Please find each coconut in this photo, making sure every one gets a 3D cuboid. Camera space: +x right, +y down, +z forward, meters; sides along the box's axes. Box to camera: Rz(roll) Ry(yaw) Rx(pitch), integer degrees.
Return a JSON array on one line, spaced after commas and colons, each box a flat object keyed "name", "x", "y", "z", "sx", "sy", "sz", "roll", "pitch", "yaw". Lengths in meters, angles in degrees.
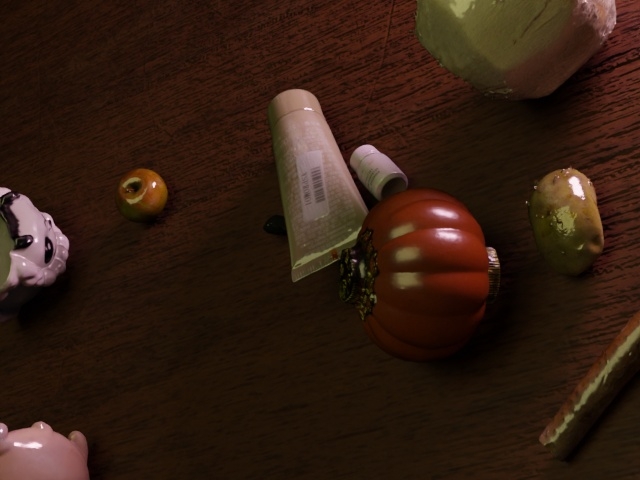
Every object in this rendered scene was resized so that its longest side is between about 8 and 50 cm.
[{"name": "coconut", "x": 0.254, "y": -0.316, "z": 1.853, "sx": 0.247, "sy": 0.245, "sz": 0.245, "roll": -50, "pitch": 44, "yaw": 20}]

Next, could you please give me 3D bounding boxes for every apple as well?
[{"name": "apple", "x": -0.289, "y": -0.073, "z": 2.359, "sx": 0.090, "sy": 0.074, "sz": 0.089, "roll": -19, "pitch": 58, "yaw": 33}]

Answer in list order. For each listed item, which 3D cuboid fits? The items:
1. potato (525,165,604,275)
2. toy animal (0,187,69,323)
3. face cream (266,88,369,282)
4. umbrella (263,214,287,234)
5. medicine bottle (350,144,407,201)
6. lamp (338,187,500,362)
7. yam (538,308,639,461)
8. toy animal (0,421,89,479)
[{"name": "potato", "x": 0.301, "y": -0.026, "z": 1.781, "sx": 0.092, "sy": 0.070, "sz": 0.137, "roll": -28, "pitch": 52, "yaw": 32}, {"name": "toy animal", "x": -0.526, "y": 0.027, "z": 2.474, "sx": 0.204, "sy": 0.156, "sz": 0.208, "roll": -39, "pitch": 55, "yaw": 20}, {"name": "face cream", "x": -0.010, "y": -0.085, "z": 2.063, "sx": 0.137, "sy": 0.084, "sz": 0.341, "roll": -26, "pitch": 43, "yaw": 8}, {"name": "umbrella", "x": 0.002, "y": -0.008, "z": 2.057, "sx": 0.248, "sy": 0.071, "sz": 0.071, "roll": 20, "pitch": 83, "yaw": 46}, {"name": "medicine bottle", "x": 0.081, "y": -0.094, "z": 2.037, "sx": 0.052, "sy": 0.052, "sz": 0.089, "roll": -51, "pitch": 44, "yaw": 11}, {"name": "lamp", "x": 0.123, "y": 0.044, "z": 1.822, "sx": 0.223, "sy": 0.197, "sz": 0.223, "roll": 180, "pitch": 90, "yaw": -76}, {"name": "yam", "x": 0.344, "y": 0.142, "z": 1.673, "sx": 0.264, "sy": 0.046, "sz": 0.046, "roll": -54, "pitch": 43, "yaw": 10}, {"name": "toy animal", "x": -0.530, "y": 0.422, "z": 2.208, "sx": 0.247, "sy": 0.278, "sz": 0.345, "roll": 6, "pitch": 76, "yaw": 59}]
